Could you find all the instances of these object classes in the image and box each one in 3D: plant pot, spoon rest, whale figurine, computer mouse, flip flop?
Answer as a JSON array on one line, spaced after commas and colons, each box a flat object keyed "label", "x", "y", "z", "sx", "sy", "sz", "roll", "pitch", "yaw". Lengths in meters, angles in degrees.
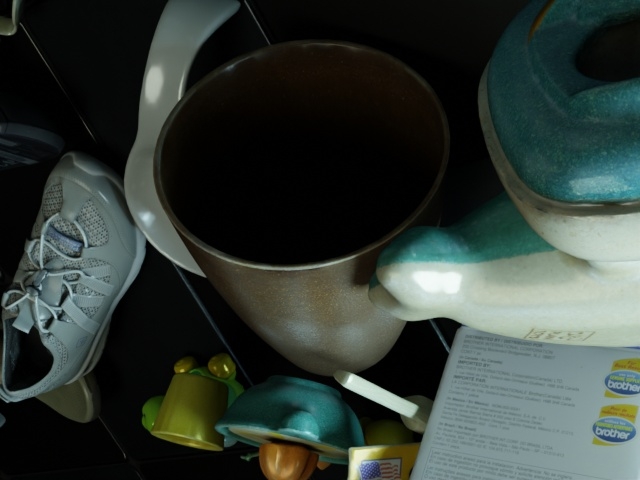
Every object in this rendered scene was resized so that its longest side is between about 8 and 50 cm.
[{"label": "plant pot", "x": 0.000, "y": 0.000, "z": 1.128, "sx": 0.215, "sy": 0.215, "sz": 0.230, "roll": 20, "pitch": 149, "yaw": 22}, {"label": "spoon rest", "x": -0.111, "y": -0.074, "z": 1.215, "sx": 0.137, "sy": 0.084, "sz": 0.276, "roll": 21, "pitch": 133, "yaw": 22}, {"label": "whale figurine", "x": 0.167, "y": -0.004, "z": 0.971, "sx": 0.272, "sy": 0.141, "sz": 0.216, "roll": -2, "pitch": 167, "yaw": -1}, {"label": "computer mouse", "x": -0.366, "y": -0.107, "z": 1.343, "sx": 0.184, "sy": 0.060, "sz": 0.262, "roll": 15, "pitch": 161, "yaw": -39}, {"label": "flip flop", "x": -0.352, "y": 0.124, "z": 1.555, "sx": 0.277, "sy": 0.080, "sz": 0.112, "roll": 28, "pitch": 136, "yaw": 15}]

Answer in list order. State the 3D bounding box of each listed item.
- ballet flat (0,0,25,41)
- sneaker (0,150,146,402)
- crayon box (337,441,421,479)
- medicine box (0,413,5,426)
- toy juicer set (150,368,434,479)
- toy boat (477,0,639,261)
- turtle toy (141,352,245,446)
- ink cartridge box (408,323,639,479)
[{"label": "ballet flat", "x": -0.323, "y": -0.191, "z": 1.263, "sx": 0.106, "sy": 0.107, "sz": 0.316, "roll": 20, "pitch": 150, "yaw": -22}, {"label": "sneaker", "x": -0.244, "y": 0.047, "z": 1.376, "sx": 0.105, "sy": 0.115, "sz": 0.281, "roll": 26, "pitch": 126, "yaw": 16}, {"label": "crayon box", "x": 0.090, "y": 0.315, "z": 1.236, "sx": 0.083, "sy": 0.203, "sz": 0.322, "roll": -157, "pitch": 69, "yaw": -65}, {"label": "medicine box", "x": -0.551, "y": 0.290, "z": 1.701, "sx": 0.149, "sy": 0.263, "sz": 0.289, "roll": 46, "pitch": 137, "yaw": -4}, {"label": "toy juicer set", "x": 0.008, "y": 0.177, "z": 1.255, "sx": 0.209, "sy": 0.089, "sz": 0.329, "roll": 22, "pitch": 162, "yaw": -29}, {"label": "toy boat", "x": 0.246, "y": -0.117, "z": 0.841, "sx": 0.318, "sy": 0.267, "sz": 0.148, "roll": -13, "pitch": 124, "yaw": 7}, {"label": "turtle toy", "x": -0.120, "y": 0.167, "z": 1.430, "sx": 0.130, "sy": 0.066, "sz": 0.095, "roll": -9, "pitch": 118, "yaw": 40}, {"label": "ink cartridge box", "x": 0.163, "y": 0.180, "z": 1.096, "sx": 0.186, "sy": 0.311, "sz": 0.065, "roll": 5, "pitch": 158, "yaw": 34}]
